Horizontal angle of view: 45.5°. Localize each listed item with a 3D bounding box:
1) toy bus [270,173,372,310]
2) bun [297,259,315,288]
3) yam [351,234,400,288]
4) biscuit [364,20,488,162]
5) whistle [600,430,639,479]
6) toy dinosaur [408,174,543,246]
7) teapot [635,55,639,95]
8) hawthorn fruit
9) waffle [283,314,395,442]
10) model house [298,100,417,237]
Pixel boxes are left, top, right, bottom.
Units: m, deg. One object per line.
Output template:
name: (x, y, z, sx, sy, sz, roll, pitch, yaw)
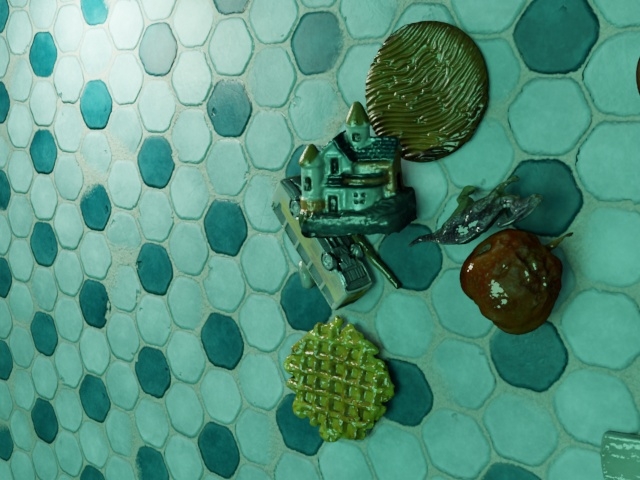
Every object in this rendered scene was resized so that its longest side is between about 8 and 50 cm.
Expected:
toy bus: (0.000, 0.000, 1.894, 0.343, 0.097, 0.138, 58, 146, 18)
bun: (-0.032, 0.085, 1.957, 0.045, 0.083, 0.083, -15, 84, -2)
yam: (0.119, 0.027, 1.852, 0.234, 0.027, 0.029, 52, 155, 22)
biscuit: (0.230, -0.334, 1.719, 0.317, 0.040, 0.318, 4, 96, 38)
whistle: (0.642, 0.431, 1.396, 0.289, 0.163, 0.164, -2, 94, 38)
toy dinosaur: (0.324, -0.055, 1.592, 0.294, 0.162, 0.077, -33, 106, 37)
teapot: (0.659, -0.272, 1.339, 0.252, 0.135, 0.178, 69, 165, -12)
hawthorn fruit: (0.405, 0.057, 1.534, 0.243, 0.207, 0.207, -44, 67, 11)
waffle: (0.042, 0.359, 1.925, 0.325, 0.068, 0.302, -49, 65, 33)
model house: (0.073, -0.164, 1.720, 0.253, 0.184, 0.291, 1, 105, 23)
